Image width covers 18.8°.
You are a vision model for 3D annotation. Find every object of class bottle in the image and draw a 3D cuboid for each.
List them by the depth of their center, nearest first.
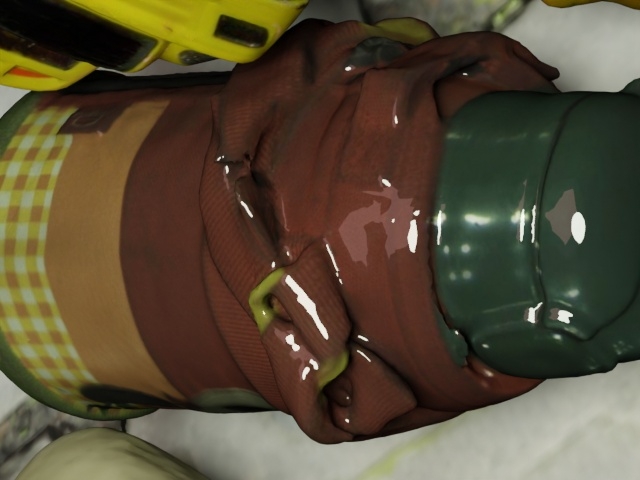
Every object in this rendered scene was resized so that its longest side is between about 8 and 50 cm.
[{"bbox_3d":[0.000,0.000,0.651,0.271,0.143,0.156,-2,57,42],"label":"bottle"}]

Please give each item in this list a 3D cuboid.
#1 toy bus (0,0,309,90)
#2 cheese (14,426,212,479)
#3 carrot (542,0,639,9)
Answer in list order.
[{"bbox_3d":[-0.109,-0.169,0.685,0.151,0.145,0.331,-46,39,30],"label":"toy bus"},{"bbox_3d":[-0.059,0.250,0.598,0.351,0.129,0.328,20,82,57],"label":"cheese"},{"bbox_3d":[0.082,-0.236,0.566,0.241,0.241,0.341,-18,73,38],"label":"carrot"}]
